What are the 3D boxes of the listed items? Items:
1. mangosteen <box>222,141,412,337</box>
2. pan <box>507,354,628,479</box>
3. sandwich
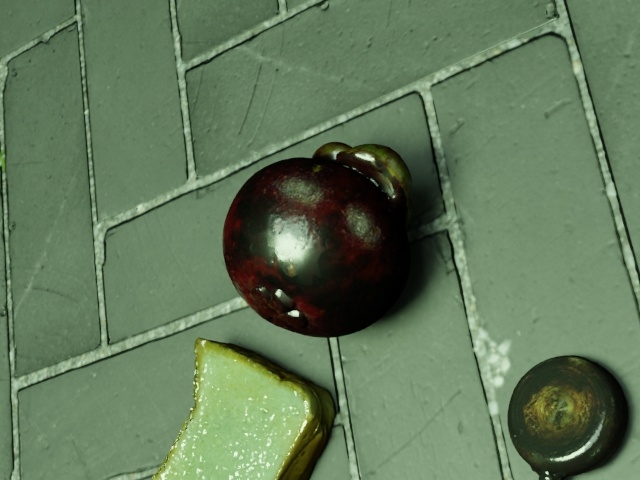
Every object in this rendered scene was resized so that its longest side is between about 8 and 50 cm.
[{"bbox_3d":[0.000,0.000,1.138,0.210,0.210,0.210,-11,71,32],"label":"mangosteen"},{"bbox_3d":[0.211,0.208,1.019,0.115,0.040,0.212,9,81,41],"label":"pan"},{"bbox_3d":[-0.092,0.233,1.203,0.186,0.065,0.215,24,91,37],"label":"sandwich"}]
